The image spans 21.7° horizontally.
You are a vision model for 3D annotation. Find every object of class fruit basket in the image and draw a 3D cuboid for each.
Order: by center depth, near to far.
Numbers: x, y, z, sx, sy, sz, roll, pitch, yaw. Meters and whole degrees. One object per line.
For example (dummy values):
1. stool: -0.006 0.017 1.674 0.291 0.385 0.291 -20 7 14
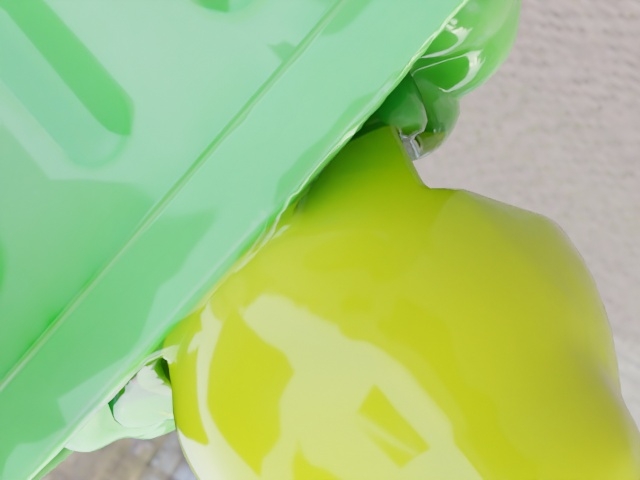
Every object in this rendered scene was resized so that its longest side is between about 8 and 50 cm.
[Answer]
1. fruit basket: 0.000 0.000 0.701 0.392 0.392 0.283 31 -162 4
